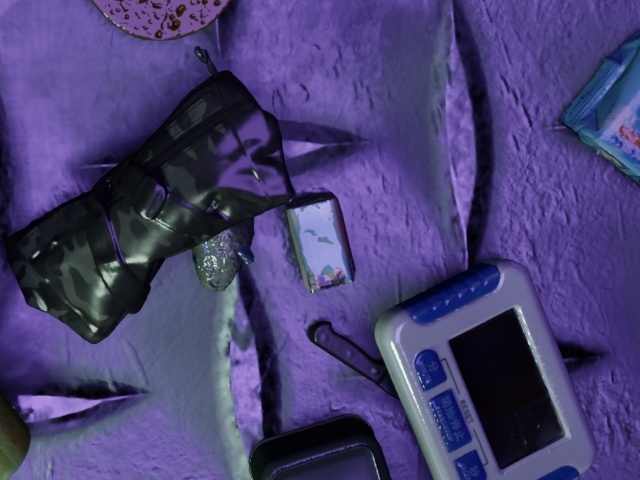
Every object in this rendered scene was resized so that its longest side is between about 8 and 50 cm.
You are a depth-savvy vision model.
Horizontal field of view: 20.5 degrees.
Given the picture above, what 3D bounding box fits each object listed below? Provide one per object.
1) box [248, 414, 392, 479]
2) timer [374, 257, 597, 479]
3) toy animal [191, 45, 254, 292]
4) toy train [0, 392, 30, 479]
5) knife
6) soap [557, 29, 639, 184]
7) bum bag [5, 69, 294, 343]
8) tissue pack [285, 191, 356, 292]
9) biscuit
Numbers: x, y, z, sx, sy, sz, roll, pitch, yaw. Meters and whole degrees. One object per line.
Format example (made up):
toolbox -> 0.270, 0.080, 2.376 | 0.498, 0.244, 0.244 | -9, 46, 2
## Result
box -> 0.015, 0.299, 1.874 | 0.144, 0.090, 0.201 | -15, 97, -7
timer -> 0.174, 0.160, 1.882 | 0.178, 0.078, 0.253 | -25, 101, -15
toy animal -> -0.101, -0.073, 1.822 | 0.070, 0.079, 0.253 | -1, 96, -13
toy train -> -0.411, 0.160, 1.732 | 0.189, 0.126, 0.307 | -51, 141, -22
knife -> 0.100, 0.142, 1.910 | 0.245, 0.019, 0.072 | 33, 86, -13
soap -> 0.414, -0.099, 1.899 | 0.293, 0.077, 0.156 | 34, 90, -11
bum bag -> -0.171, -0.023, 1.757 | 0.340, 0.095, 0.144 | -36, 80, 20
tissue pack -> 0.000, 0.000, 1.850 | 0.058, 0.074, 0.094 | -14, 99, 0
biscuit -> -0.167, -0.307, 1.803 | 0.181, 0.049, 0.208 | -8, 97, -8
